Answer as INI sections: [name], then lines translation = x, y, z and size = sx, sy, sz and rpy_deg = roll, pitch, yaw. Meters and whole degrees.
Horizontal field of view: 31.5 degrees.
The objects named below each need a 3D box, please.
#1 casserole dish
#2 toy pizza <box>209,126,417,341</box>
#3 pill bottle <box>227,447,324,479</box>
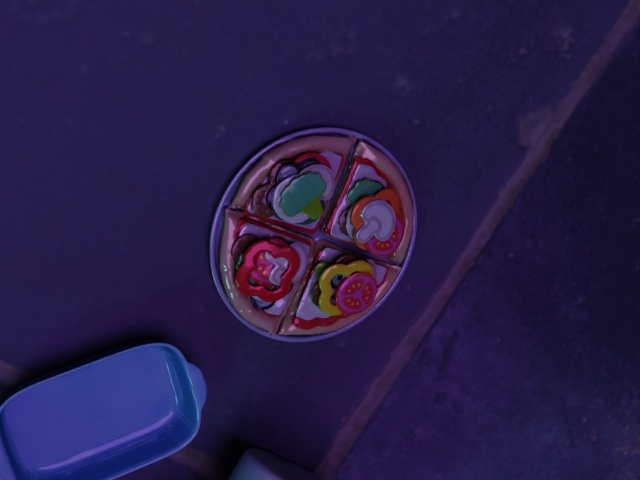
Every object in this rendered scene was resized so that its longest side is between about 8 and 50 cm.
[casserole dish]
translation = -0.190, 0.148, 0.967
size = 0.188, 0.037, 0.114
rpy_deg = -20, 115, -18
[toy pizza]
translation = 0.000, 0.000, 1.004
size = 0.201, 0.032, 0.201
rpy_deg = -8, 111, -22
[pill bottle]
translation = -0.086, 0.362, 0.996
size = 0.188, 0.188, 0.333
rpy_deg = 31, 87, -30
